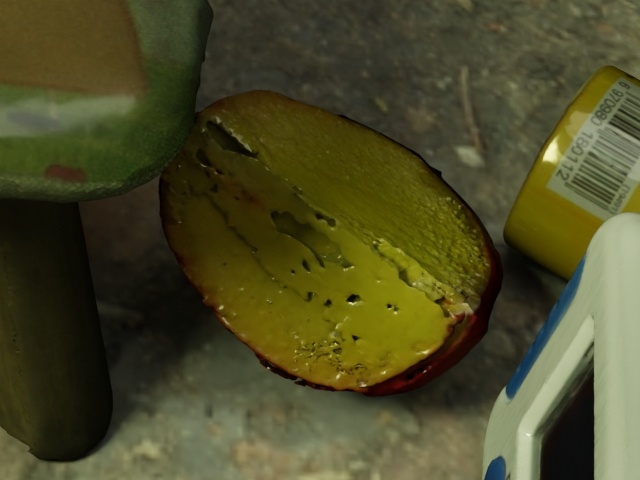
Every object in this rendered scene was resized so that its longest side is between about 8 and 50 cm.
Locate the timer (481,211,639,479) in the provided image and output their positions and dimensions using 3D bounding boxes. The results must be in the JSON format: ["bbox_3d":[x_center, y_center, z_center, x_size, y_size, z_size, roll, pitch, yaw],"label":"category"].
[{"bbox_3d":[0.117,0.132,0.692,0.078,0.178,0.253,14,51,-7],"label":"timer"}]

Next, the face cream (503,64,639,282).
[{"bbox_3d":[0.259,0.045,0.840,0.349,0.105,0.105,31,52,13],"label":"face cream"}]

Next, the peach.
[{"bbox_3d":[-0.003,0.005,0.805,0.172,0.092,0.127,22,34,-25],"label":"peach"}]

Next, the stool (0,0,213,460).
[{"bbox_3d":[-0.218,-0.085,0.763,0.310,0.226,0.310,1,52,-13],"label":"stool"}]
